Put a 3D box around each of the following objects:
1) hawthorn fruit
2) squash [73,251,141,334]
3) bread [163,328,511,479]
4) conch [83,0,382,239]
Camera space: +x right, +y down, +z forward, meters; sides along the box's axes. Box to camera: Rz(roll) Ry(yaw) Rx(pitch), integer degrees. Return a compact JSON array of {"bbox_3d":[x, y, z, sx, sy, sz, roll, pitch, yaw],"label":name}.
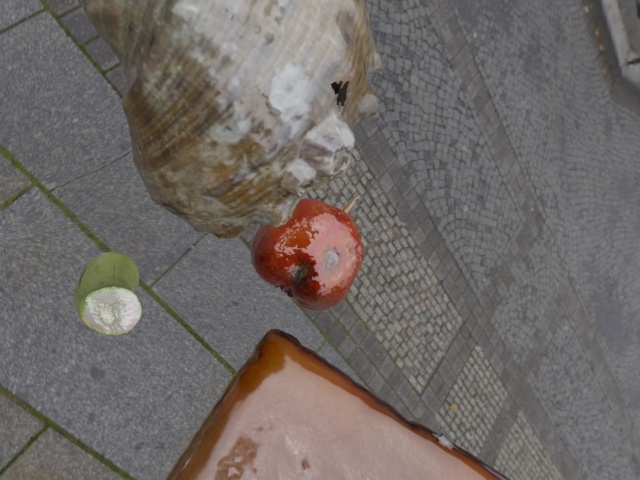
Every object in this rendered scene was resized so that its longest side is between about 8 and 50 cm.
[{"bbox_3d":[0.000,0.000,0.804,0.207,0.207,0.243,43,81,-29],"label":"hawthorn fruit"},{"bbox_3d":[-0.298,0.067,0.612,0.083,0.250,0.083,-4,99,-24],"label":"squash"},{"bbox_3d":[-0.001,0.300,0.382,0.324,0.143,0.333,30,55,3],"label":"bread"},{"bbox_3d":[-0.048,-0.172,0.368,0.210,0.352,0.296,9,55,4],"label":"conch"}]
